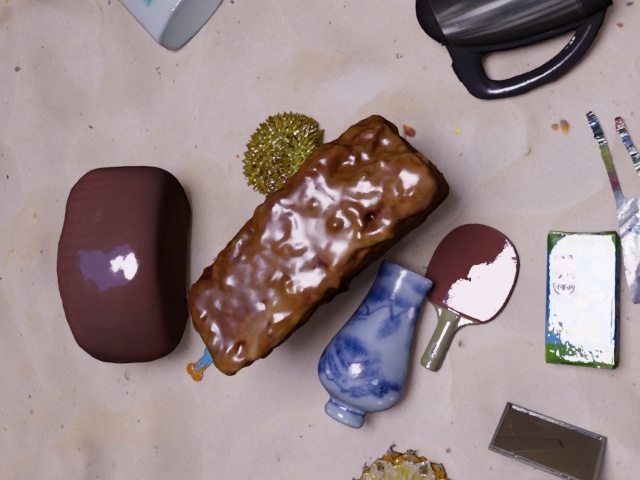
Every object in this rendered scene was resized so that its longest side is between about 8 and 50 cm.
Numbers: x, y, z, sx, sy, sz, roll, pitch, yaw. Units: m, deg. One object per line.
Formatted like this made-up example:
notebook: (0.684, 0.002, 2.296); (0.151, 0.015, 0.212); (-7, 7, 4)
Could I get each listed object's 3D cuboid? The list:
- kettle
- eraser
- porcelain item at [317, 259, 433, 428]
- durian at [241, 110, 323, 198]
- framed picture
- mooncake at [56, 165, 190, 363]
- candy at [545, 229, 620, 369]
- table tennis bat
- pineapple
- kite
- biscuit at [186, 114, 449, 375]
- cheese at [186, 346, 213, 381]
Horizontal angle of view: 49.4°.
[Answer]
kettle: (0.280, -0.379, 1.059); (0.271, 0.251, 0.208); (-19, 48, 26)
eraser: (-0.324, -0.529, 1.347); (0.189, 0.104, 0.290); (-45, 71, 8)
porcelain item: (0.086, 0.163, 1.093); (0.141, 0.141, 0.259); (24, 86, 22)
durian: (-0.072, -0.136, 1.183); (0.146, 0.102, 0.208); (-13, 59, 18)
framed picture: (0.327, 0.291, 0.998); (0.149, 0.109, 0.011); (17, 120, 23)
mooncake: (-0.325, 0.029, 1.196); (0.174, 0.334, 0.326); (-4, 114, 2)
candy: (0.381, 0.085, 1.013); (0.097, 0.062, 0.195); (1, 84, 28)
table tennis bat: (0.222, 0.092, 1.107); (0.138, 0.022, 0.247); (26, 92, 23)
pineapple: (0.130, 0.436, 1.091); (0.221, 0.047, 0.221); (-2, 85, 21)
kite: (0.500, -0.067, 1.010); (0.169, 0.015, 0.310); (-17, 82, 21)
biscuit: (0.000, 0.000, 1.028); (0.395, 0.342, 0.166); (-43, 82, 12)
cheese: (-0.201, 0.210, 1.265); (0.111, 0.017, 0.047); (-45, 68, 12)
